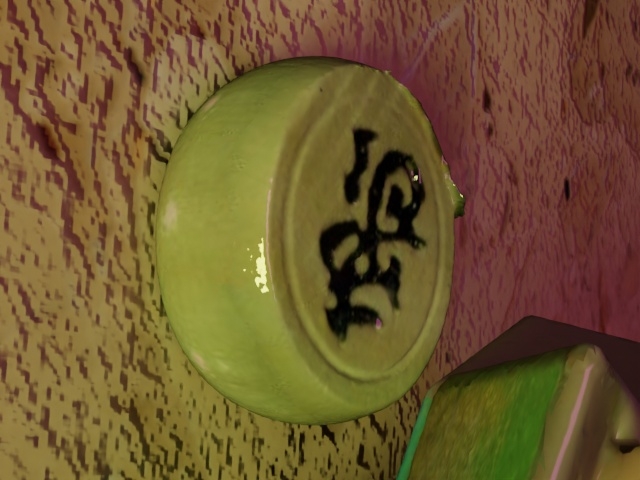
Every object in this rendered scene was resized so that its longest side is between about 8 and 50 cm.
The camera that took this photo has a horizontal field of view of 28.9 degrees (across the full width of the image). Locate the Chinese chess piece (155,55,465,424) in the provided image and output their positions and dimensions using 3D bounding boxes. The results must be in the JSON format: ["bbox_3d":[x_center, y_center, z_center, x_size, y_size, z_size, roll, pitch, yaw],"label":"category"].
[{"bbox_3d":[0.000,0.000,0.487,0.144,0.058,0.144,3,86,-54],"label":"Chinese chess piece"}]

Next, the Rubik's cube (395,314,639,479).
[{"bbox_3d":[0.130,0.203,0.410,0.368,0.358,0.387,-27,124,-58],"label":"Rubik's cube"}]
